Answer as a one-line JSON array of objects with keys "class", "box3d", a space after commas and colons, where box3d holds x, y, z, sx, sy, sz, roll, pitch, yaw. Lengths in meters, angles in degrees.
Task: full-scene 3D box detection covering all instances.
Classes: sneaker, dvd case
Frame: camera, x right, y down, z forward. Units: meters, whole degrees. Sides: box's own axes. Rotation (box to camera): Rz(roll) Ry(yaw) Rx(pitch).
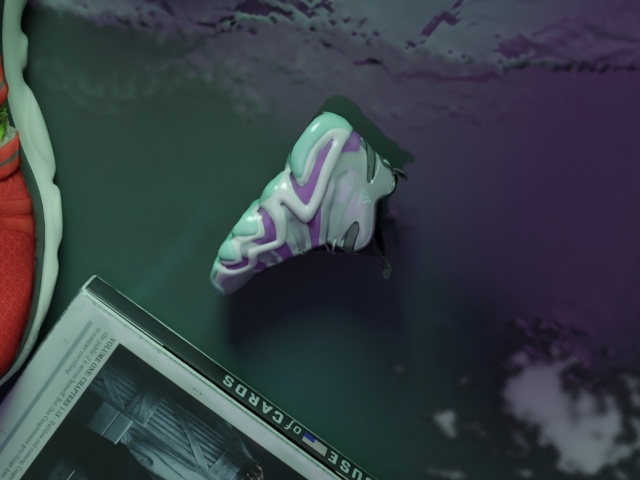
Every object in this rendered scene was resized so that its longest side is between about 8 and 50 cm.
[{"class": "sneaker", "box3d": [-0.178, -0.053, 0.555, 0.107, 0.118, 0.279, 4, 110, 10]}, {"class": "sneaker", "box3d": [0.000, 0.000, 0.585, 0.069, 0.038, 0.098, 36, 111, -3]}, {"class": "dvd case", "box3d": [-0.063, 0.153, 0.655, 0.239, 0.029, 0.179, 37, 112, -3]}]
